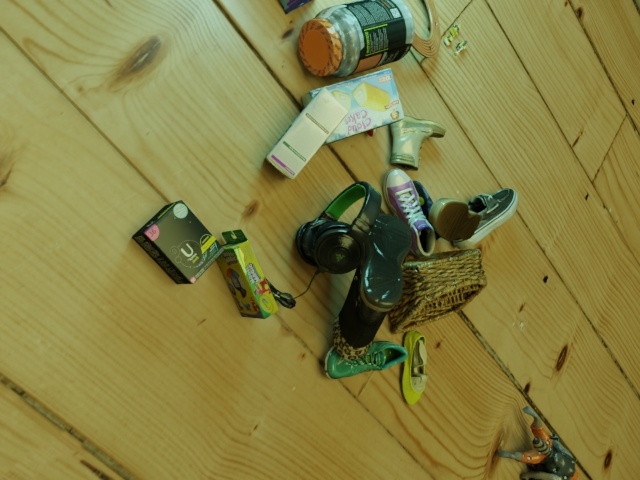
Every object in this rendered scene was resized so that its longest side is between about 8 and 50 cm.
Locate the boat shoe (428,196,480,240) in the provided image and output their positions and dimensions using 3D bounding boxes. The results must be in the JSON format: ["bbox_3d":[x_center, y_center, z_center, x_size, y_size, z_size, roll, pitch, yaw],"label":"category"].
[{"bbox_3d":[0.384,-0.070,1.730,0.341,0.110,0.122,15,105,-61],"label":"boat shoe"}]

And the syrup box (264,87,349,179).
[{"bbox_3d":[-0.039,-0.278,1.509,0.096,0.093,0.237,40,90,-11],"label":"syrup box"}]

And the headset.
[{"bbox_3d":[0.000,0.000,1.500,0.185,0.243,0.394,35,84,-21],"label":"headset"}]

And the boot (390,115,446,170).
[{"bbox_3d":[0.312,-0.304,1.830,0.213,0.077,0.165,5,83,-30],"label":"boot"}]

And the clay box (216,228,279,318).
[{"bbox_3d":[-0.193,0.084,1.413,0.053,0.127,0.222,-30,103,-32],"label":"clay box"}]

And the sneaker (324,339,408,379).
[{"bbox_3d":[0.131,0.333,1.631,0.275,0.110,0.107,-6,90,-35],"label":"sneaker"}]

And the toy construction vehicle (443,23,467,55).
[{"bbox_3d":[0.480,-0.707,2.004,0.098,0.035,0.086,-48,112,-28],"label":"toy construction vehicle"}]

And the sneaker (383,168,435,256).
[{"bbox_3d":[0.284,-0.086,1.731,0.102,0.161,0.282,-21,98,-10],"label":"sneaker"}]

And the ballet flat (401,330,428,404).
[{"bbox_3d":[0.297,0.396,1.762,0.077,0.077,0.231,4,84,-35],"label":"ballet flat"}]

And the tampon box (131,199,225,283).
[{"bbox_3d":[-0.332,0.007,1.337,0.161,0.101,0.120,51,60,-20],"label":"tampon box"}]

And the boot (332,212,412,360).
[{"bbox_3d":[0.140,0.125,1.581,0.138,0.284,0.378,17,40,-4],"label":"boot"}]

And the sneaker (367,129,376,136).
[{"bbox_3d":[0.127,-0.370,1.725,0.067,0.042,0.119,-13,86,-39],"label":"sneaker"}]

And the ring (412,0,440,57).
[{"bbox_3d":[0.295,-0.747,1.832,0.336,0.032,0.337,20,64,-48],"label":"ring"}]

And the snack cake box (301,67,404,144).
[{"bbox_3d":[0.095,-0.380,1.638,0.264,0.089,0.152,-21,98,-19],"label":"snack cake box"}]

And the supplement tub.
[{"bbox_3d":[0.103,-0.581,1.633,0.315,0.193,0.194,-27,102,-34],"label":"supplement tub"}]

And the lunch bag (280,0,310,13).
[{"bbox_3d":[-0.027,-0.774,1.496,0.138,0.293,0.221,-40,109,-30],"label":"lunch bag"}]

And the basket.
[{"bbox_3d":[0.372,0.157,1.751,0.299,0.213,0.223,-9,91,-35],"label":"basket"}]

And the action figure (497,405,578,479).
[{"bbox_3d":[0.787,0.809,2.020,0.330,0.178,0.341,40,63,-15],"label":"action figure"}]

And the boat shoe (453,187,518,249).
[{"bbox_3d":[0.566,-0.104,1.963,0.335,0.121,0.119,-39,112,-29],"label":"boat shoe"}]

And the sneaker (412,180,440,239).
[{"bbox_3d":[0.343,-0.103,1.849,0.082,0.069,0.210,-40,106,-53],"label":"sneaker"}]
